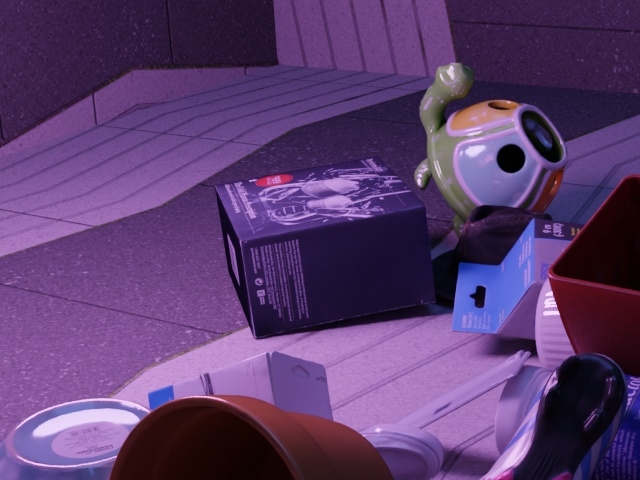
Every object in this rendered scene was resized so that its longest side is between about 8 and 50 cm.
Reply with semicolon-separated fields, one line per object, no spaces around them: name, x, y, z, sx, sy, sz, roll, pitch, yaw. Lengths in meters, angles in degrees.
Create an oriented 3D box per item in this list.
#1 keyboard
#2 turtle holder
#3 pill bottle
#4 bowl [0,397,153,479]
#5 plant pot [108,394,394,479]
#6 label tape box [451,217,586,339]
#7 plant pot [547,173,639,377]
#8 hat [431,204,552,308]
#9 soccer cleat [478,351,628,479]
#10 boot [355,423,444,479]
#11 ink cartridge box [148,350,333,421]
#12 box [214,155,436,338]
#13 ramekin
keyboard;0.162;0.214;1.726;0.256;0.014;0.072;-35;8;31
turtle holder;0.330;-0.175;2.550;0.243;0.320;0.227;0;-26;-42
pill bottle;0.357;0.237;1.628;0.265;0.153;0.153;9;23;34
bowl;-0.269;0.293;1.562;0.312;0.163;0.311;-4;19;1
plant pot;-0.051;0.295;1.383;0.291;0.291;0.203;12;8;39
label tape box;0.383;0.064;2.101;0.334;0.106;0.240;7;26;6
plant pot;0.472;0.095;1.702;0.267;0.235;0.267;11;37;33
hat;0.321;0.007;2.339;0.331;0.134;0.331;-2;19;1
soccer cleat;0.242;0.277;1.489;0.116;0.143;0.331;32;78;25
boot;0.019;0.297;1.635;0.258;0.095;0.123;-8;24;14
ink cartridge box;-0.101;0.212;1.706;0.191;0.082;0.140;-20;-23;28
box;0.000;0.000;2.314;0.312;0.179;0.343;-10;20;-9
ramekin;0.385;0.124;1.887;0.109;0.207;0.207;-1;17;33
